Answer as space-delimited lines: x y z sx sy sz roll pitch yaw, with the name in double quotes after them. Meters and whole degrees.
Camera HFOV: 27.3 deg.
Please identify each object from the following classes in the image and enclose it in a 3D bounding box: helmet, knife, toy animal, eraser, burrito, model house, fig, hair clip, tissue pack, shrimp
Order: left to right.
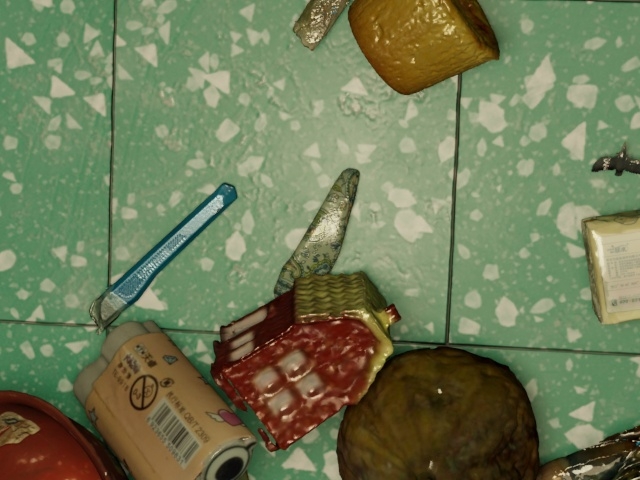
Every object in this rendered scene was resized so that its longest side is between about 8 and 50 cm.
-0.382 0.403 1.854 0.385 0.230 0.337 35 93 24 "helmet"
-0.224 0.250 1.831 0.171 0.087 0.290 -52 50 5 "eraser"
-0.231 0.025 1.924 0.296 0.026 0.044 -42 93 5 "knife"
-0.002 0.145 1.821 0.254 0.196 0.160 -30 103 9 "model house"
0.000 0.001 1.894 0.066 0.036 0.229 25 97 -4 "hair clip"
0.019 -0.348 1.859 0.051 0.042 0.171 34 96 12 "burrito"
0.158 0.309 1.751 0.286 0.368 0.286 1 106 5 "fig"
0.414 0.390 1.883 0.290 0.054 0.222 -33 91 11 "shrimp"
0.423 -0.114 1.850 0.084 0.028 0.050 2 96 8 "toy animal"
0.468 0.027 1.828 0.196 0.092 0.148 -9 95 5 "tissue pack"

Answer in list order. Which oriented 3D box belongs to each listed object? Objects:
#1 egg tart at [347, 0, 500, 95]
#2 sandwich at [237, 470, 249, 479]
0.133 -0.297 1.792 0.147 0.202 0.202 -32 92 21 "egg tart"
-0.118 0.437 1.874 0.065 0.186 0.214 -22 90 11 "sandwich"
